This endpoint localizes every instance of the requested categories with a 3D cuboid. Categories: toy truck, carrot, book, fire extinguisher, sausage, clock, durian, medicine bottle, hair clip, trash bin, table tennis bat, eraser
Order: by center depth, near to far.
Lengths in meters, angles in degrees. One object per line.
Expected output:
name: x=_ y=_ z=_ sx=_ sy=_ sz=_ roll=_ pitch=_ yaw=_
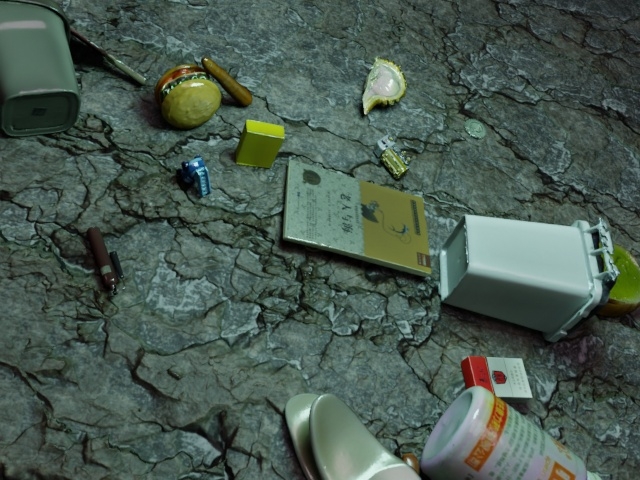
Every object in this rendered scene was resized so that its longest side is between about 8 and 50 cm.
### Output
hair clip: x=0.040 y=0.417 z=1.371 sx=0.172 sy=0.113 sz=0.282 roll=-30 pitch=79 yaw=-35
medicine bottle: x=0.414 y=0.492 z=1.405 sx=0.388 sy=0.219 sz=0.219 roll=37 pitch=51 yaw=3
sausage: x=0.182 y=0.500 z=1.409 sx=0.039 sy=0.041 sz=0.131 roll=12 pitch=54 yaw=-10
fire extinguisher: x=-0.447 y=0.047 z=1.454 sx=0.049 sy=0.035 sz=0.173 roll=22 pitch=38 yaw=-60
trash bin: x=-0.659 y=-0.385 z=1.548 sx=0.219 sy=0.220 sz=0.250 roll=-12 pitch=70 yaw=-28
toy truck: x=-0.291 y=-0.149 z=1.633 sx=0.056 sy=0.073 sz=0.090 roll=-32 pitch=88 yaw=-36
trash bin: x=0.500 y=0.067 z=1.700 sx=0.367 sy=0.296 sz=0.256 roll=12 pitch=55 yaw=-9
table tennis bat: x=-0.552 y=-0.473 z=1.712 sx=0.274 sy=0.154 sz=0.021 roll=34 pitch=91 yaw=-20
eraser: x=-0.152 y=-0.237 z=1.715 sx=0.097 sy=0.122 sz=0.045 roll=7 pitch=54 yaw=-20
book: x=0.094 y=-0.058 z=1.748 sx=0.388 sy=0.032 sz=0.269 roll=14 pitch=49 yaw=-16
carrot: x=-0.236 y=-0.401 z=1.751 sx=0.043 sy=0.248 sz=0.043 roll=-6 pitch=74 yaw=21
toy truck: x=0.198 y=-0.229 z=1.908 sx=0.062 sy=0.052 sz=0.123 roll=-29 pitch=74 yaw=-29
durian: x=0.168 y=-0.434 z=2.025 sx=0.140 sy=0.078 sz=0.224 roll=40 pitch=61 yaw=-10
clock: x=0.480 y=-0.347 z=2.139 sx=0.074 sy=0.010 sz=0.083 roll=37 pitch=50 yaw=4

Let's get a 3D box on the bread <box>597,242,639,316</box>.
bread: x=0.806 y=0.105 z=1.934 sx=0.236 sy=0.070 sz=0.236 roll=12 pitch=54 yaw=-17

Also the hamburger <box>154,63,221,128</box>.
hamburger: x=-0.327 y=-0.353 z=1.702 sx=0.162 sy=0.162 sz=0.115 roll=-13 pitch=58 yaw=-30

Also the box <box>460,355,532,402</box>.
box: x=0.413 y=0.328 z=1.626 sx=0.152 sy=0.048 sz=0.100 roll=7 pitch=54 yaw=-22

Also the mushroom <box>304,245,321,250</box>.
mushroom: x=0.000 y=0.000 z=1.686 sx=0.101 sy=0.019 sz=0.049 roll=-29 pitch=72 yaw=-42
